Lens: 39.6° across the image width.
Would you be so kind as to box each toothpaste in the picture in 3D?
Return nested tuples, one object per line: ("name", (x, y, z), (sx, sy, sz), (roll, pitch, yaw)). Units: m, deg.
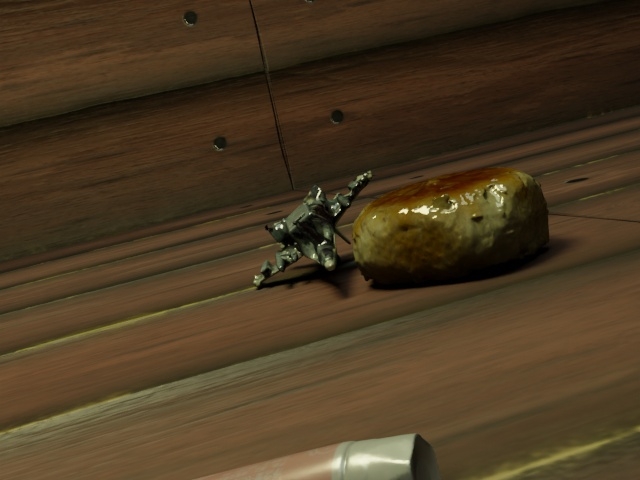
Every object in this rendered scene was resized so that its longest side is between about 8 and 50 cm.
("toothpaste", (-0.043, 0.122, 0.395), (0.194, 0.043, 0.067), (-16, 8, 22))

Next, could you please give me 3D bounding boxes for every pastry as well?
("pastry", (0.126, -0.017, 0.903), (0.192, 0.093, 0.182), (-6, 13, 40))

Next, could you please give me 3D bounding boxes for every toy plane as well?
("toy plane", (-0.008, -0.008, 0.992), (0.192, 0.088, 0.262), (-44, 2, 3))
